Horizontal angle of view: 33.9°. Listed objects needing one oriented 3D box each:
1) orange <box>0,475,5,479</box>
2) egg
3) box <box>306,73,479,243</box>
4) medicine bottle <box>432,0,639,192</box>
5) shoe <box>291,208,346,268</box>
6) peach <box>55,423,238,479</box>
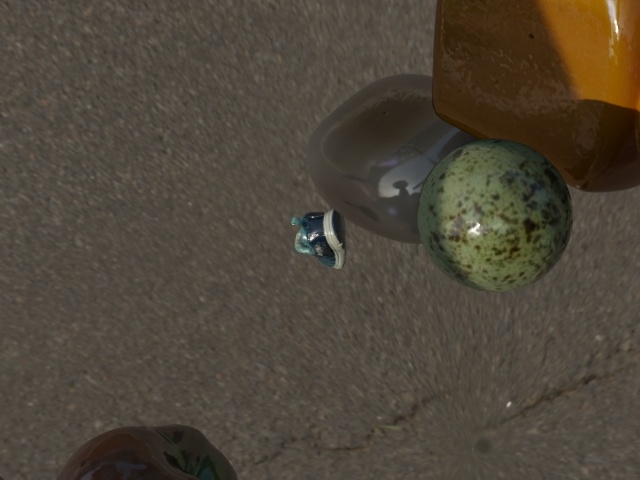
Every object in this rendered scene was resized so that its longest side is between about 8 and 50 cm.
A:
[{"bbox_3d":[-0.441,0.350,1.241,0.249,0.249,0.183,36,64,13],"label":"orange"},{"bbox_3d":[0.096,-0.015,0.587,0.085,0.110,0.085,1,101,4],"label":"egg"},{"bbox_3d":[0.072,-0.070,0.858,0.146,0.200,0.088,-39,120,-11],"label":"box"},{"bbox_3d":[0.184,-0.116,0.672,0.112,0.149,0.222,-25,42,-32],"label":"medicine bottle"},{"bbox_3d":[0.000,0.000,1.416,0.071,0.143,0.063,-1,74,3],"label":"shoe"},{"bbox_3d":[-0.122,0.214,0.753,0.152,0.152,0.152,-2,79,8],"label":"peach"}]
